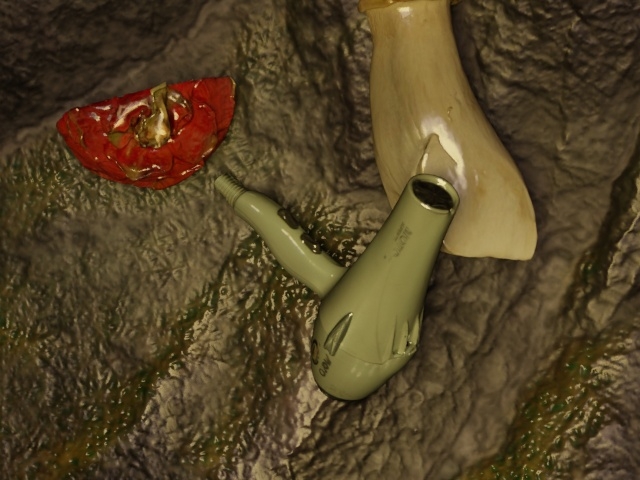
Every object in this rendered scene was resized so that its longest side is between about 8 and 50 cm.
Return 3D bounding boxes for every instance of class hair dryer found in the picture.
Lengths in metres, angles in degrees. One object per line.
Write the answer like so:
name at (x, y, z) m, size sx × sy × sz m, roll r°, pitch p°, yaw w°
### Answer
hair dryer at (0.023, -0.003, 0.939) m, size 0.219 × 0.088 × 0.225 m, roll -40°, pitch 77°, yaw 47°

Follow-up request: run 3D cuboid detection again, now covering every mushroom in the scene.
mushroom at (0.090, -0.091, 0.956) m, size 0.108 × 0.096 × 0.247 m, roll -22°, pitch 81°, yaw 41°

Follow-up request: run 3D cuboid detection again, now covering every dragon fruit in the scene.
dragon fruit at (-0.149, -0.084, 1.000) m, size 0.162 × 0.106 × 0.083 m, roll -11°, pitch 89°, yaw 9°
